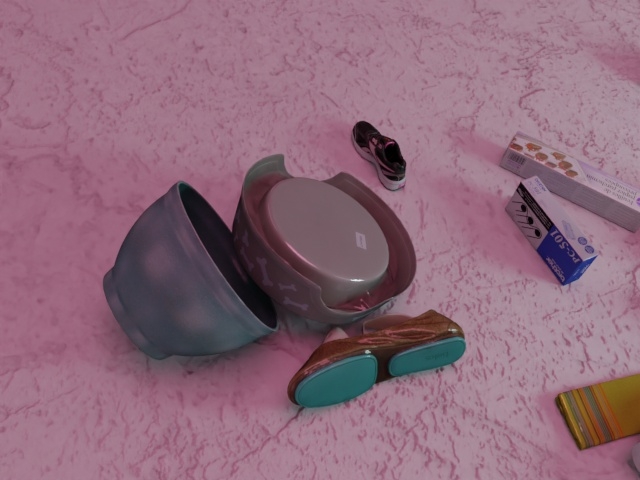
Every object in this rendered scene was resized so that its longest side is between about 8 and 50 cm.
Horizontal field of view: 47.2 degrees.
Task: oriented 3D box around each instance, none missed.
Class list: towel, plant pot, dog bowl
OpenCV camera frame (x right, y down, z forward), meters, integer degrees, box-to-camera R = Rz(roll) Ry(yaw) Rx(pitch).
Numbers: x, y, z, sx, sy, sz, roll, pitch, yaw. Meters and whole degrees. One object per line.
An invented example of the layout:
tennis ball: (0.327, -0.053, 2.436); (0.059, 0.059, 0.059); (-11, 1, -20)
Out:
towel: (0.545, 0.300, 1.318); (0.237, 0.021, 0.102); (-9, 64, -16)
plant pot: (-0.230, 0.075, 1.214); (0.196, 0.293, 0.293); (-32, 64, 3)
dog bowl: (0.000, 0.000, 1.313); (0.349, 0.102, 0.348); (22, 39, -19)

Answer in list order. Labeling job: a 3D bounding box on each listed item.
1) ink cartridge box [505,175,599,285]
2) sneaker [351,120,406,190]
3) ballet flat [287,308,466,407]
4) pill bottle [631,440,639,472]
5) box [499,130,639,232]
ink cartridge box: (0.460, -0.021, 1.470); (0.046, 0.097, 0.207); (-20, 62, -21)
sneaker: (0.134, -0.196, 1.549); (0.072, 0.077, 0.178); (-25, 63, -24)
ballet flat: (0.086, 0.190, 1.275); (0.342, 0.116, 0.124); (-15, 40, -19)
pill bottle: (0.642, 0.332, 1.245); (0.222, 0.124, 0.124); (-25, 64, -18)
box: (0.548, -0.128, 1.576); (0.324, 0.067, 0.063); (28, 57, 11)
